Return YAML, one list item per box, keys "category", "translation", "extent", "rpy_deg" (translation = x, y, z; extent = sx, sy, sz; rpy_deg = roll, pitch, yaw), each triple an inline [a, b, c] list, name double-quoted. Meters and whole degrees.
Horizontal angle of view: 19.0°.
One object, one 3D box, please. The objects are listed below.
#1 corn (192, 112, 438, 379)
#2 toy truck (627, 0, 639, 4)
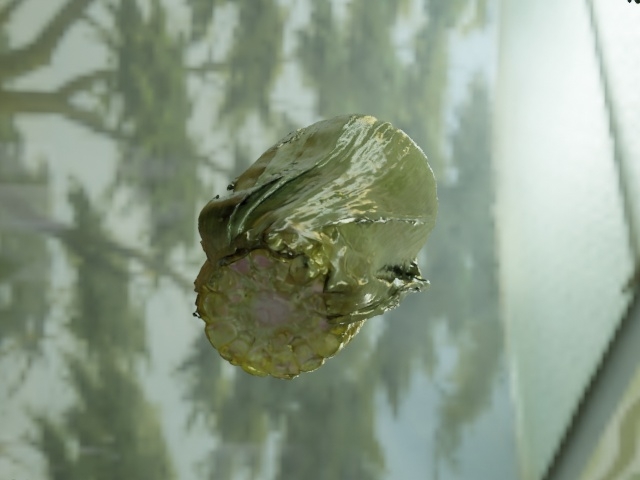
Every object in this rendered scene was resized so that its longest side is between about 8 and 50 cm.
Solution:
- category: "corn"
  translation: [0.001, -0.004, 1.247]
  extent: [0.123, 0.122, 0.305]
  rpy_deg: [65, 18, -11]
- category: "toy truck"
  translation: [0.229, -0.210, 1.264]
  extent: [0.208, 0.113, 0.126]
  rpy_deg: [36, -34, 51]
